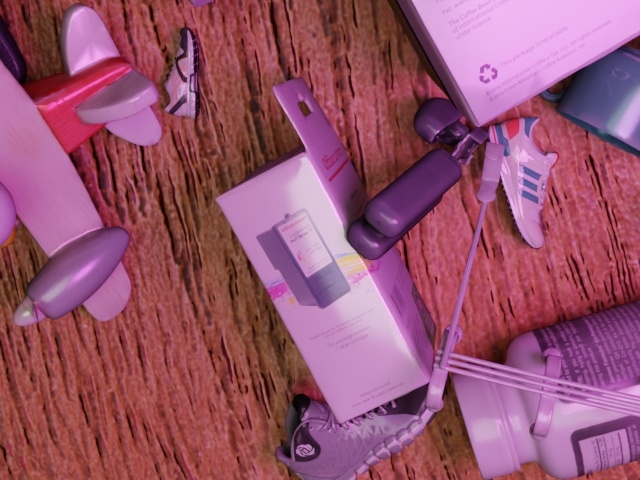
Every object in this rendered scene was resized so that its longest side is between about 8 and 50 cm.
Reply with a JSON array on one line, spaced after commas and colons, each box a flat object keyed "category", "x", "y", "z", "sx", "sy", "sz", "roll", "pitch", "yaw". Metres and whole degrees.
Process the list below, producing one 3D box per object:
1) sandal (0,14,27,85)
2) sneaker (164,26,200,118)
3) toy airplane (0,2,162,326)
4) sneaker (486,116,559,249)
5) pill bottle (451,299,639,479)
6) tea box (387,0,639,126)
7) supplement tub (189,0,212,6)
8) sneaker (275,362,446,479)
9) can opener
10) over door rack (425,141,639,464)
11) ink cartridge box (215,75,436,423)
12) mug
[{"category": "sandal", "x": -0.427, "y": -0.295, "z": 1.180, "sx": 0.097, "sy": 0.054, "sz": 0.255, "roll": -12, "pitch": 109, "yaw": 12}, {"category": "sneaker", "x": -0.167, "y": -0.200, "z": 1.183, "sx": 0.043, "sy": 0.040, "sz": 0.109, "roll": 3, "pitch": 100, "yaw": 4}, {"category": "toy airplane", "x": -0.350, "y": -0.085, "z": 1.089, "sx": 0.386, "sy": 0.272, "sz": 0.384, "roll": 15, "pitch": 118, "yaw": -22}, {"category": "sneaker", "x": 0.253, "y": -0.071, "z": 1.175, "sx": 0.075, "sy": 0.057, "sz": 0.161, "roll": -19, "pitch": 96, "yaw": 12}, {"category": "pill bottle", "x": 0.323, "y": 0.175, "z": 1.153, "sx": 0.318, "sy": 0.176, "sz": 0.176, "roll": -17, "pitch": 98, "yaw": 5}, {"category": "tea box", "x": 0.221, "y": -0.313, "z": 0.989, "sx": 0.329, "sy": 0.323, "sz": 0.220, "roll": -29, "pitch": 108, "yaw": 8}, {"category": "supplement tub", "x": -0.167, "y": -0.432, "z": 1.048, "sx": 0.228, "sy": 0.228, "sz": 0.316, "roll": -41, "pitch": 96, "yaw": 9}, {"category": "sneaker", "x": 0.037, "y": 0.211, "z": 1.201, "sx": 0.228, "sy": 0.086, "sz": 0.132, "roll": -44, "pitch": 118, "yaw": 9}, {"category": "can opener", "x": 0.101, "y": -0.080, "z": 1.086, "sx": 0.095, "sy": 0.283, "sz": 0.076, "roll": 43, "pitch": 130, "yaw": 7}, {"category": "over door rack", "x": 0.261, "y": 0.068, "z": 1.057, "sx": 0.239, "sy": 0.108, "sz": 0.324, "roll": 13, "pitch": 59, "yaw": 11}, {"category": "ink cartridge box", "x": 0.000, "y": 0.000, "z": 1.123, "sx": 0.119, "sy": 0.207, "sz": 0.354, "roll": -26, "pitch": 97, "yaw": 13}, {"category": "mug", "x": 0.336, "y": -0.166, "z": 1.118, "sx": 0.157, "sy": 0.129, "sz": 0.097, "roll": 29, "pitch": 99, "yaw": -2}]
